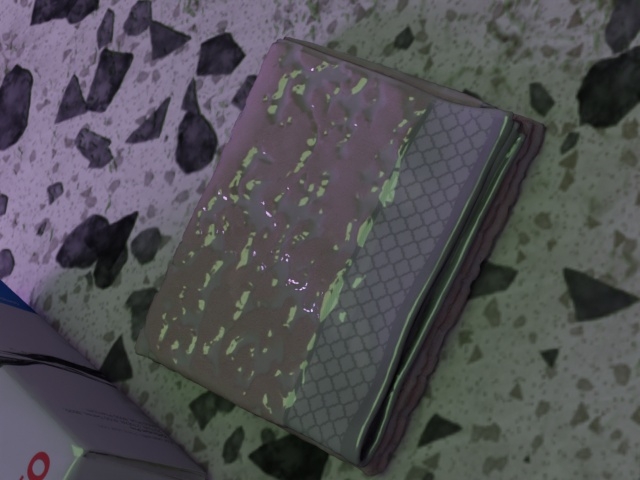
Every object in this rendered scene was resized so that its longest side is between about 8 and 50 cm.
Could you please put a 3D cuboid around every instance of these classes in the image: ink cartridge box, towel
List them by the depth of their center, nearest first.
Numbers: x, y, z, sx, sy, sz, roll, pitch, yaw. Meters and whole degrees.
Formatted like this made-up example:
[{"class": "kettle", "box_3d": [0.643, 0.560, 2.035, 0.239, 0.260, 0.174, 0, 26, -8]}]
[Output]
[{"class": "towel", "box_3d": [0.000, 0.000, 1.188, 0.317, 0.053, 0.332, 23, 86, 43]}, {"class": "ink cartridge box", "box_3d": [-0.333, 0.224, 1.279, 0.395, 0.166, 0.285, 34, 96, 40]}]
